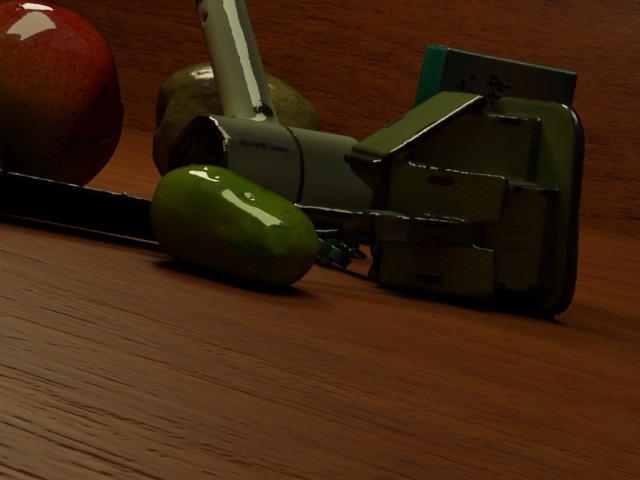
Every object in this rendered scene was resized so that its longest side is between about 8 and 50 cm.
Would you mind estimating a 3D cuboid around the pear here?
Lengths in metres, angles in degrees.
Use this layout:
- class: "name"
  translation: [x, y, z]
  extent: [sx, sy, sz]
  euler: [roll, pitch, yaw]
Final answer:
- class: "pear"
  translation: [-0.115, -0.130, 1.783]
  extent: [0.211, 0.188, 0.228]
  euler: [22, 1, -21]

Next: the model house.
- class: "model house"
  translation: [0.082, -0.042, 1.348]
  extent: [0.278, 0.205, 0.218]
  euler: [2, 7, -15]

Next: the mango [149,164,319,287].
- class: "mango"
  translation: [-0.071, -0.008, 1.193]
  extent: [0.163, 0.089, 0.117]
  euler: [27, 5, 28]

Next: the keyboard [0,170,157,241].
- class: "keyboard"
  translation: [-0.237, -0.034, 1.289]
  extent: [0.250, 0.017, 0.087]
  euler: [10, -23, -3]

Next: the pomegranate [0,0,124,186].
- class: "pomegranate"
  translation: [-0.303, -0.133, 1.407]
  extent: [0.210, 0.210, 0.235]
  euler: [12, 37, 12]

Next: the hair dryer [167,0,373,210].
- class: "hair dryer"
  translation: [-0.083, -0.164, 1.617]
  extent: [0.203, 0.362, 0.128]
  euler: [6, -36, -34]

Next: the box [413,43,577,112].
- class: "box"
  translation: [0.170, -0.078, 1.527]
  extent: [0.153, 0.245, 0.092]
  euler: [9, 8, -12]

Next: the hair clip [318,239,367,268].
- class: "hair clip"
  translation: [-0.001, 0.000, 1.441]
  extent: [0.049, 0.049, 0.173]
  euler: [8, 1, -26]

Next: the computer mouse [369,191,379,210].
- class: "computer mouse"
  translation: [0.110, -0.041, 1.800]
  extent: [0.269, 0.086, 0.137]
  euler: [-10, -10, -8]
